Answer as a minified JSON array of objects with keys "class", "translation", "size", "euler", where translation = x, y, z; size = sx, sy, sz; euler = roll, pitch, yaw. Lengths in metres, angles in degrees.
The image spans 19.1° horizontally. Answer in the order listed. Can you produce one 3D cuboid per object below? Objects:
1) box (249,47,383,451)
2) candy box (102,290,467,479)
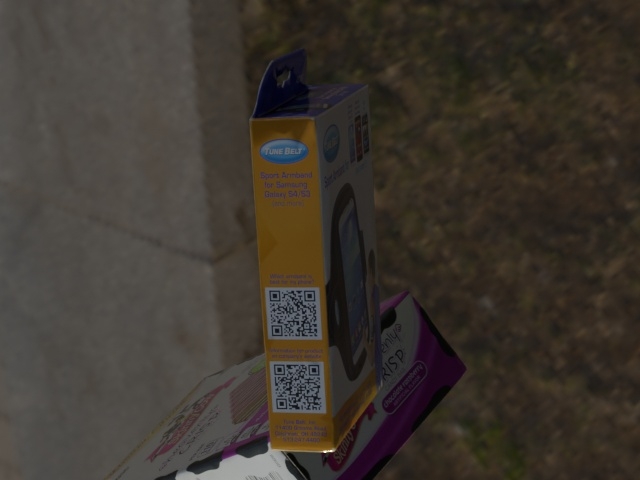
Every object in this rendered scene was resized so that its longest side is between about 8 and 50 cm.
[{"class":"box","translation":[0.000,0.000,0.690],"size":[0.028,0.081,0.136],"euler":[2,103,14]},{"class":"candy box","translation":[-0.036,0.130,1.228],"size":[0.233,0.159,0.071],"euler":[-27,103,48]}]
